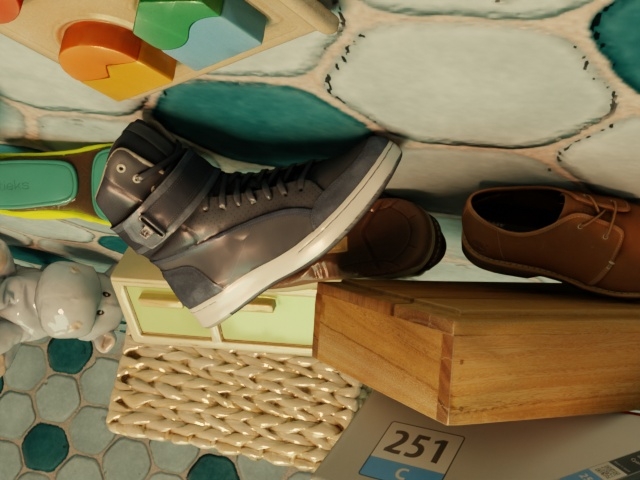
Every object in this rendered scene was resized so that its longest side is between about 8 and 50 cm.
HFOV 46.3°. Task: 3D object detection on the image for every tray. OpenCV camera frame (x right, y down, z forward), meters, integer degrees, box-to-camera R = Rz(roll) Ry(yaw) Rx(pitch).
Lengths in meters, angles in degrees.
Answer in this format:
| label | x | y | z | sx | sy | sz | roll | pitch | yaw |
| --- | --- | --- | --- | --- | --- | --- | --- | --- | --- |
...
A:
| label | x | y | z | sx | sy | sz | roll | pitch | yaw |
| --- | --- | --- | --- | --- | --- | --- | --- | --- | --- |
| tray | 0.222 | 0.079 | 0.634 | 0.410 | 0.076 | 0.202 | 3 | -177 | -25 |

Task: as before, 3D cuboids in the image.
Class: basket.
| label | x | y | z | sx | sy | sz | roll | pitch | yaw |
| --- | --- | --- | --- | --- | --- | --- | --- | --- | --- |
| basket | -0.063 | 0.163 | 1.021 | 0.328 | 0.267 | 0.331 | 8 | 164 | 14 |

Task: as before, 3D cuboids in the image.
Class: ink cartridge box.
| label | x | y | z | sx | sy | sz | roll | pitch | yaw |
| --- | --- | --- | --- | --- | --- | --- | --- | --- | --- |
| ink cartridge box | 0.182 | 0.149 | 0.557 | 0.296 | 0.066 | 0.261 | 5 | -151 | 31 |

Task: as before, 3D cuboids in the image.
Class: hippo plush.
| label | x | y | z | sx | sy | sz | roll | pitch | yaw |
| --- | --- | --- | --- | --- | --- | --- | --- | --- | --- |
| hippo plush | -0.446 | 0.130 | 1.211 | 0.236 | 0.235 | 0.294 | 8 | 165 | 11 |

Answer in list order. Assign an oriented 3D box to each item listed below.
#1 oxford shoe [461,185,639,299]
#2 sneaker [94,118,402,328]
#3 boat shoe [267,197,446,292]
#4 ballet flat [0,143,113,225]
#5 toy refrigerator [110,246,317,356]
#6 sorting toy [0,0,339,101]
| label | x | y | z | sx | sy | sz | roll | pitch | yaw |
| --- | --- | --- | --- | --- | --- | --- | --- | --- | --- |
| oxford shoe | 0.212 | -0.004 | 0.575 | 0.212 | 0.076 | 0.076 | 4 | 151 | 16 |
| sneaker | -0.066 | -0.046 | 0.567 | 0.226 | 0.086 | 0.163 | -35 | 104 | 24 |
| boat shoe | -0.001 | 0.008 | 0.728 | 0.257 | 0.095 | 0.095 | 4 | 175 | 32 |
| ballet flat | -0.203 | -0.051 | 0.693 | 0.230 | 0.077 | 0.077 | 4 | -174 | 14 |
| toy refrigerator | -0.078 | 0.059 | 0.813 | 0.269 | 0.094 | 0.102 | 3 | 130 | 13 |
| sorting toy | -0.124 | -0.129 | 0.386 | 0.208 | 0.038 | 0.193 | -3 | 161 | 42 |
